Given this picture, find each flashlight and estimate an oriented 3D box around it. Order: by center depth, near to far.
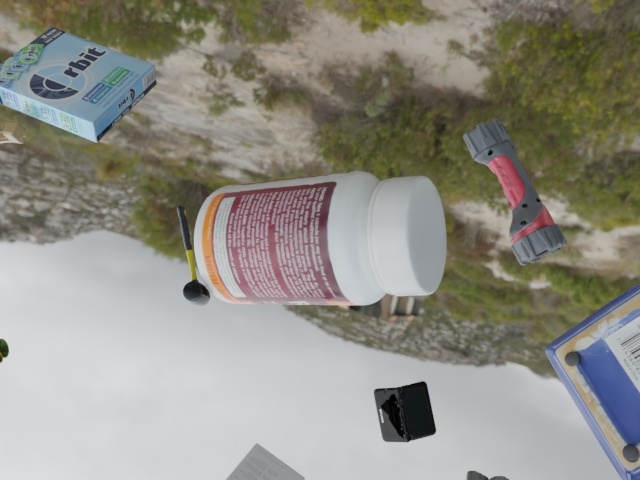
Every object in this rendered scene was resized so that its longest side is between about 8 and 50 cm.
[{"bbox_3d":[0.391,-0.103,1.263,0.103,0.304,0.103,-31,163,23],"label":"flashlight"}]

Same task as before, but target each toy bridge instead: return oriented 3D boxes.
[{"bbox_3d":[-0.526,-0.164,0.901,0.188,0.026,0.063,7,165,2],"label":"toy bridge"}]

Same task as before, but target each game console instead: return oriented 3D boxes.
[{"bbox_3d":[0.190,0.389,1.391,0.107,0.122,0.071,-16,172,41],"label":"game console"}]

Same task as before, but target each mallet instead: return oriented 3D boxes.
[{"bbox_3d":[-0.234,0.029,1.110,0.039,0.189,0.062,-14,156,0],"label":"mallet"}]

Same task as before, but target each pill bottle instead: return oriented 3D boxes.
[{"bbox_3d":[0.000,0.000,1.051,0.392,0.224,0.224,-3,171,30],"label":"pill bottle"}]

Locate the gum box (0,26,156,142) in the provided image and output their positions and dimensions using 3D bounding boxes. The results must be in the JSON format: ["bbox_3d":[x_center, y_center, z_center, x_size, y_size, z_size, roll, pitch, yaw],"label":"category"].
[{"bbox_3d":[-0.366,-0.236,0.906,0.184,0.157,0.041,22,142,9],"label":"gum box"}]

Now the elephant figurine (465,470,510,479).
[{"bbox_3d":[0.360,0.620,1.368,0.186,0.169,0.239,6,150,7],"label":"elephant figurine"}]

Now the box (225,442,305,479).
[{"bbox_3d":[-0.133,0.527,1.236,0.130,0.091,0.170,29,-131,21],"label":"box"}]

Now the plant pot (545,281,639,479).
[{"bbox_3d":[0.443,0.173,0.761,0.212,0.236,0.236,19,-142,-40],"label":"plant pot"}]

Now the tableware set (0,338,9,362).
[{"bbox_3d":[-0.607,0.156,1.099,0.024,0.154,0.104,-16,-163,1],"label":"tableware set"}]
